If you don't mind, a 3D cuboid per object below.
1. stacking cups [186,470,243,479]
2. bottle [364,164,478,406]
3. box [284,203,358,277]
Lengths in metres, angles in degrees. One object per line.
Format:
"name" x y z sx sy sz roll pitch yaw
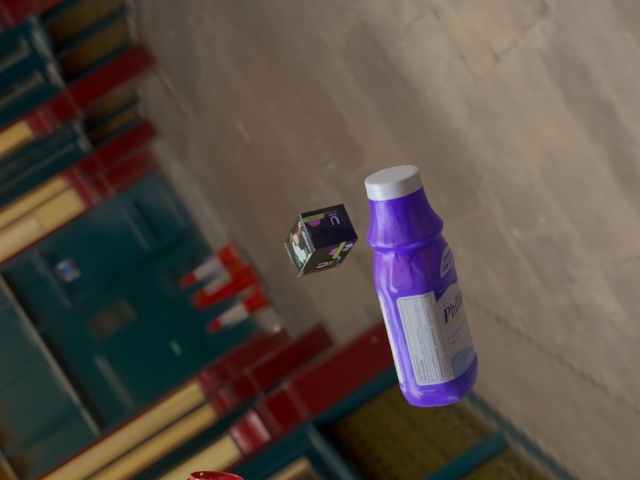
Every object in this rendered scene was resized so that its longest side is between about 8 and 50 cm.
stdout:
"stacking cups" -0.120 0.404 1.635 0.096 0.096 0.316 -159 79 -78
"bottle" 0.117 0.053 1.846 0.118 0.092 0.282 -51 -50 -63
"box" 0.000 0.000 1.894 0.052 0.062 0.083 67 157 18
